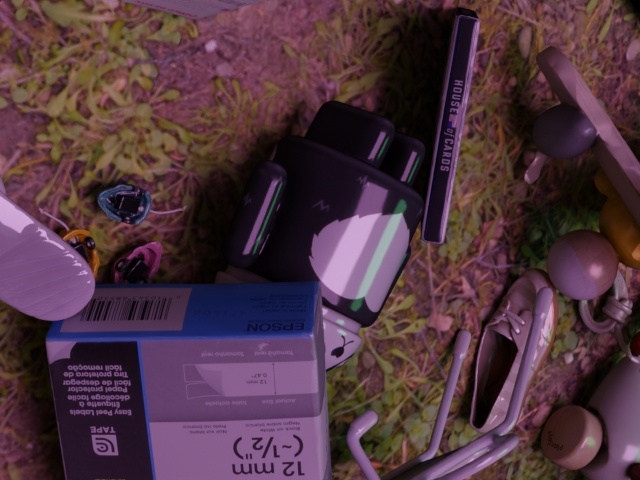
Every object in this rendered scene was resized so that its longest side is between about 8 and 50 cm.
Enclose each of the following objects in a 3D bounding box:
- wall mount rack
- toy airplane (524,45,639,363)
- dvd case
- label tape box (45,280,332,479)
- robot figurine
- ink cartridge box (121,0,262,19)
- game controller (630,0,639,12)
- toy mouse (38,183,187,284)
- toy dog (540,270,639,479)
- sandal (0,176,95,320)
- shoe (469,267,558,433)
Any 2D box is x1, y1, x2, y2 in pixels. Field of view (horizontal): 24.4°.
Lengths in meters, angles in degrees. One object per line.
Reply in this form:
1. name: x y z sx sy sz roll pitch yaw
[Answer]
1. wall mount rack: 0.126 0.195 1.651 0.304 0.350 0.130 -28 86 -27
2. toy airplane: 0.390 -0.005 1.734 0.272 0.386 0.384 -30 144 19
3. dvd case: 0.139 -0.130 1.611 0.030 0.179 0.238 10 102 2
4. label tape box: -0.117 0.214 1.450 0.249 0.115 0.347 -1 115 3
5. robot figurine: 0.003 0.001 1.524 0.209 0.173 0.278 26 87 -9
6. ink cartridge box: -0.117 -0.264 1.370 0.092 0.143 0.089 9 81 -41
7. game controller: 0.490 -0.402 1.856 0.166 0.067 0.319 42 77 -40
8. toy mouse: -0.196 -0.004 1.457 0.143 0.031 0.161 -34 124 -25
9. toy dog: 0.433 0.204 1.940 0.220 0.161 0.333 9 99 -34
10. sandal: -0.317 -0.022 1.322 0.102 0.076 0.265 -45 118 6
11. shoe: 0.235 0.139 1.826 0.058 0.077 0.219 6 103 -45
